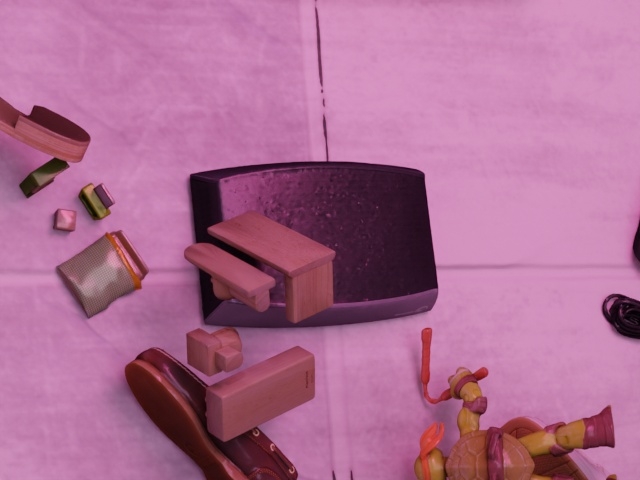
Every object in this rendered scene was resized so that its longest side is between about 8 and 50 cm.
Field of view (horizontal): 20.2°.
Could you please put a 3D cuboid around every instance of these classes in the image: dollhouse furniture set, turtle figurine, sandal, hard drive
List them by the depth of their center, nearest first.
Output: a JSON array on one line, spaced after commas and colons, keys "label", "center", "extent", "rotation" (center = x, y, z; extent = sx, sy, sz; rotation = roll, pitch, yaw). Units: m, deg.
[{"label": "sandal", "center": [-0.338, -0.115, 1.688], "extent": [0.240, 0.088, 0.079], "rotation": [28, 106, 3]}, {"label": "dollhouse furniture set", "center": [-0.079, 0.079, 1.721], "extent": [0.144, 0.123, 0.151], "rotation": [-23, 125, -35]}, {"label": "dollhouse furniture set", "center": [-0.225, -0.008, 1.727], "extent": [0.076, 0.058, 0.151], "rotation": [-35, 94, -25]}, {"label": "turtle figurine", "center": [0.184, 0.211, 1.795], "extent": [0.217, 0.087, 0.269], "rotation": [-4, 75, 8]}, {"label": "hard drive", "center": [0.000, 0.000, 1.826], "extent": [0.255, 0.054, 0.172], "rotation": [-2, 81, -24]}]

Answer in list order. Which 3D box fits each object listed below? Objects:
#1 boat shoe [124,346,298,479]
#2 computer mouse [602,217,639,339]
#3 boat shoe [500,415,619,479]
[{"label": "boat shoe", "center": [-0.104, 0.178, 1.740], "extent": [0.207, 0.073, 0.073], "rotation": [52, 58, -15]}, {"label": "computer mouse", "center": [0.432, 0.006, 2.008], "extent": [0.184, 0.060, 0.262], "rotation": [25, 71, -16]}, {"label": "boat shoe", "center": [0.290, 0.290, 1.882], "extent": [0.277, 0.098, 0.096], "rotation": [52, 37, 3]}]
